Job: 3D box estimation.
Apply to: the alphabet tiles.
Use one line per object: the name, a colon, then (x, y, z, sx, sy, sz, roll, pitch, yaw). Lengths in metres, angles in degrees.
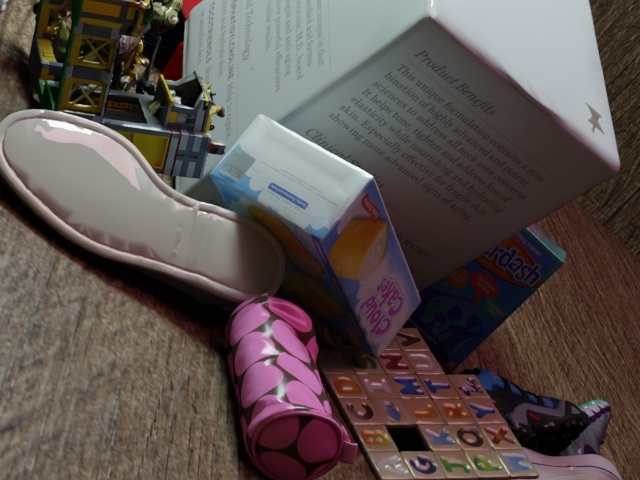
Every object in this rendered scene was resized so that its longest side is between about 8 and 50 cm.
alphabet tiles: (0.102, 0.171, 1.693, 0.198, 0.009, 0.237, 3, 37, -30)

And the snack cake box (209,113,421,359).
snack cake box: (0.000, 0.000, 1.640, 0.152, 0.089, 0.264, 30, -18, 29)

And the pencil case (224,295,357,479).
pencil case: (-0.031, 0.135, 1.454, 0.098, 0.095, 0.209, 2, 31, -12)

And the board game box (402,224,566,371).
board game box: (0.182, 0.040, 2.006, 0.160, 0.210, 0.047, 42, 19, -3)

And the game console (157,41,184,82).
game console: (-0.133, -0.184, 2.061, 0.144, 0.124, 0.085, 46, 42, 10)

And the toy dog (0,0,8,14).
toy dog: (-0.435, -0.390, 1.695, 0.333, 0.161, 0.220, 41, 16, -7)

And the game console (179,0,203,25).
game console: (-0.167, -0.355, 2.217, 0.342, 0.060, 0.387, -87, 152, -81)

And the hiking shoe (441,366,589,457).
hiking shoe: (0.220, 0.199, 1.864, 0.132, 0.113, 0.304, 52, 17, 25)

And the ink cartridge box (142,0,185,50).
ink cartridge box: (-0.276, -0.410, 2.326, 0.330, 0.071, 0.324, 46, 15, 13)

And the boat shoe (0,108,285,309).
boat shoe: (-0.187, -0.020, 1.524, 0.319, 0.116, 0.099, 28, -23, -26)

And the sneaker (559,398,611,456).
sneaker: (0.341, 0.272, 2.093, 0.223, 0.083, 0.098, -1, 67, -62)

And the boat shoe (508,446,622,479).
boat shoe: (0.271, 0.294, 1.785, 0.267, 0.096, 0.088, 23, 29, -49)

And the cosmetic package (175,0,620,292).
cosmetic package: (0.082, -0.177, 1.846, 0.329, 0.393, 0.327, 34, 38, -33)

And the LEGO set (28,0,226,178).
LEGO set: (-0.187, -0.210, 1.657, 0.192, 0.255, 0.331, 7, 17, -19)
